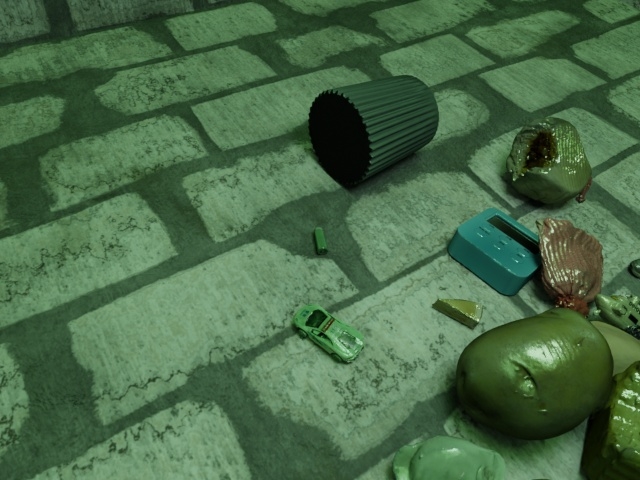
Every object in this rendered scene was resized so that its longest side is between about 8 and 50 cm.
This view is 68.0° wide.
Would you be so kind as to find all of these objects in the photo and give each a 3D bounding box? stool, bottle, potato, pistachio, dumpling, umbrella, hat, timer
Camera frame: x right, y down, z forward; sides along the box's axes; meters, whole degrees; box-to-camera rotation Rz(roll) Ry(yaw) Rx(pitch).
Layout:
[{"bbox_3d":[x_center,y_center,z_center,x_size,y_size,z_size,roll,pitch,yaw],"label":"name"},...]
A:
[{"bbox_3d":[0.178,-0.368,1.509,0.330,0.297,0.297,-26,57,-29],"label":"stool"},{"bbox_3d":[0.000,0.000,1.345,0.031,0.030,0.083,-5,50,-9],"label":"bottle"},{"bbox_3d":[0.460,0.288,1.011,0.327,0.221,0.243,-15,68,-5],"label":"potato"},{"bbox_3d":[0.675,0.271,1.126,0.223,0.126,0.152,11,71,-4],"label":"pistachio"},{"bbox_3d":[0.255,0.464,0.951,0.219,0.152,0.108,2,8,10],"label":"dumpling"},{"bbox_3d":[0.882,-0.179,1.578,0.027,0.025,0.165,37,57,2],"label":"umbrella"},{"bbox_3d":[0.663,0.092,1.264,0.237,0.107,0.286,18,65,-14],"label":"hat"},{"bbox_3d":[0.523,0.009,1.350,0.250,0.091,0.232,-33,60,-32],"label":"timer"}]

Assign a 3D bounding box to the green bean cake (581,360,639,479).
[{"bbox_3d":[0.638,0.385,0.958,0.124,0.232,0.236,22,51,20],"label":"green bean cake"}]

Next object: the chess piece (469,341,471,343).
[{"bbox_3d":[0.427,0.258,1.154,0.122,0.066,0.066,-10,52,-6],"label":"chess piece"}]

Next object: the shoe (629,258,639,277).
[{"bbox_3d":[0.984,0.073,1.342,0.195,0.077,0.074,9,51,2],"label":"shoe"}]

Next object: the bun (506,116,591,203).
[{"bbox_3d":[0.705,-0.243,1.500,0.282,0.205,0.281,5,79,-28],"label":"bun"}]

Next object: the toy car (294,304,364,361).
[{"bbox_3d":[0.017,0.219,1.148,0.186,0.058,0.093,32,57,20],"label":"toy car"}]

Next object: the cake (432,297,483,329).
[{"bbox_3d":[0.349,0.181,1.212,0.121,0.052,0.065,11,53,3],"label":"cake"}]

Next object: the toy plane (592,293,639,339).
[{"bbox_3d":[0.807,0.222,1.181,0.286,0.092,0.108,40,83,5],"label":"toy plane"}]

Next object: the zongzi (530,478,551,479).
[{"bbox_3d":[0.438,0.593,0.847,0.228,0.115,0.256,-34,67,-33],"label":"zongzi"}]
